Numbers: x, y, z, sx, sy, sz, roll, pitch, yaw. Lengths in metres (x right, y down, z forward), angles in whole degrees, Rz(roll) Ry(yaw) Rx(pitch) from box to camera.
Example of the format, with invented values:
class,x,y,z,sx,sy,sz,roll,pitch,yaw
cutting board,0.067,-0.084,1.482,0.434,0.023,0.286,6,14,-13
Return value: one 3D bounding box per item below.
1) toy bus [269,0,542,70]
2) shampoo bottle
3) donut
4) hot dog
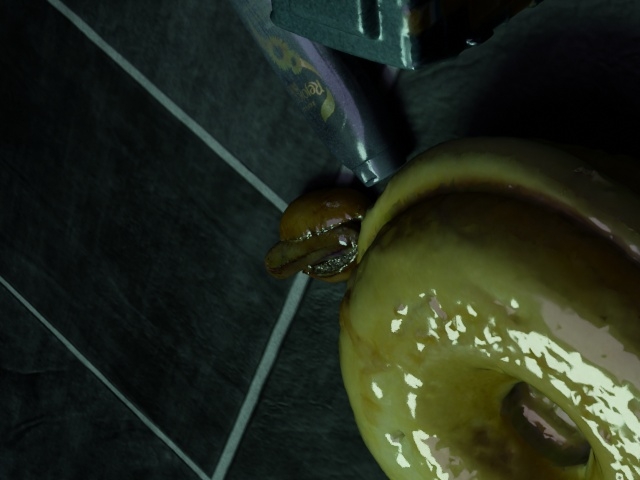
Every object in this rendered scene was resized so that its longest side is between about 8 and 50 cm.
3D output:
class,x,y,z,sx,sy,sz,roll,pitch,yaw
toy bus,0.056,-0.293,1.167,0.162,0.194,0.323,22,134,34
shampoo bottle,-0.006,-0.154,1.471,0.233,0.049,0.087,57,146,-5
donut,0.205,0.114,1.335,0.449,0.198,0.449,28,138,29
hot dog,-0.001,-0.002,1.585,0.140,0.060,0.090,-3,112,53
